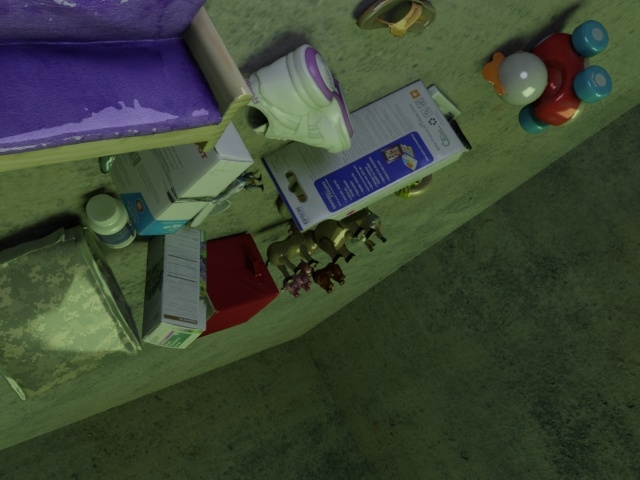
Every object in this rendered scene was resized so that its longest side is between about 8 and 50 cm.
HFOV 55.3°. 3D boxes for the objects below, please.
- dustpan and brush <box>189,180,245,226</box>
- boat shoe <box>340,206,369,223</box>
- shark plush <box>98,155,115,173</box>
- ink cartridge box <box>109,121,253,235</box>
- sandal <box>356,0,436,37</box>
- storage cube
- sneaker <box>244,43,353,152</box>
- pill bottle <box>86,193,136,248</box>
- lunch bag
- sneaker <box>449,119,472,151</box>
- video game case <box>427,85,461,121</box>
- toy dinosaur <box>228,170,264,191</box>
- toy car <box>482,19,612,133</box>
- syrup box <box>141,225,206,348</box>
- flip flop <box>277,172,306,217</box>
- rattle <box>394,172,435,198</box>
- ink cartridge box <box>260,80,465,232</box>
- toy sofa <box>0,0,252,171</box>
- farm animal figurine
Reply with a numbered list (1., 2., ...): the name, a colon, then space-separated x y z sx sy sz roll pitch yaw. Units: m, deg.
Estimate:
1. dustpan and brush: -0.216 -0.074 1.187 0.147 0.060 0.211 -13 159 -49
2. boat shoe: 0.059 -0.127 1.471 0.111 0.104 0.307 -19 167 -5
3. shark plush: -0.284 -0.153 0.799 0.067 0.073 0.161 24 138 -35
4. ink cartridge box: -0.210 -0.115 0.889 0.191 0.139 0.082 -36 163 26
5. sandal: 0.129 -0.341 0.947 0.180 0.049 0.072 -14 159 -47
6. storage cube: -0.257 0.114 1.527 0.193 0.183 0.215 -14 160 -43
7. sneaker: -0.036 -0.216 1.002 0.152 0.114 0.305 -18 164 12
8. pill bottle: -0.357 -0.034 1.038 0.067 0.067 0.120 -26 166 -13
9. lunch bag: -0.481 0.110 1.074 0.235 0.169 0.287 -22 135 -13
10. sneaker: 0.317 -0.239 1.533 0.097 0.084 0.235 -31 179 14
11. video game case: 0.214 -0.267 1.430 0.206 0.026 0.227 -35 166 21
12. toy dinosaur: -0.154 -0.113 1.224 0.082 0.047 0.090 -1 165 -25
13. toy car: 0.461 -0.368 1.335 0.238 0.210 0.219 8 166 -20
14. syrup box: -0.291 0.088 1.227 0.096 0.236 0.093 17 139 -32
15. flip flop: -0.034 -0.108 1.388 0.112 0.080 0.277 -23 165 -23
16. rattle: 0.255 -0.214 1.609 0.200 0.130 0.142 -36 132 -21
17. ink cartridge box: 0.084 -0.165 1.221 0.371 0.175 0.069 -27 167 -10
18. toy sofa: -0.251 -0.169 0.600 0.363 0.150 0.177 -17 163 -39
19. farm animal figurine: 0.000 0.000 1.705 0.327 0.172 0.330 -43 157 6
